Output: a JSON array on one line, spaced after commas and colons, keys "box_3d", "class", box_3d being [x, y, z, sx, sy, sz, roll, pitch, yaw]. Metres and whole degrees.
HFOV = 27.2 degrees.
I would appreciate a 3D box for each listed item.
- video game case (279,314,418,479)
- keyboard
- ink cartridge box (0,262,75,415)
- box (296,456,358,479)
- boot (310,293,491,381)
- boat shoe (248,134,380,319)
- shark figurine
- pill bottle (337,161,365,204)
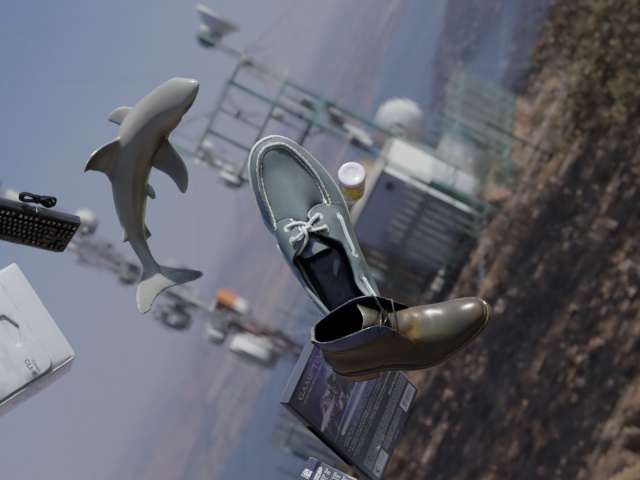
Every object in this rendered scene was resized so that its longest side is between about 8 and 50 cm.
[{"box_3d": [0.053, 0.259, 2.210, 0.026, 0.274, 0.196, -3, 52, 43], "class": "video game case"}, {"box_3d": [-0.486, -0.034, 2.192, 0.108, 0.180, 0.023, -57, 42, 22], "class": "keyboard"}, {"box_3d": [-0.366, 0.122, 1.503, 0.127, 0.128, 0.176, -33, -3, -17], "class": "ink cartridge box"}, {"box_3d": [0.090, 0.437, 2.096, 0.060, 0.216, 0.270, -58, 11, -10], "class": "box"}, {"box_3d": [0.095, 0.110, 1.616, 0.219, 0.106, 0.082, -23, 57, 18], "class": "boot"}, {"box_3d": [0.000, 0.000, 1.786, 0.116, 0.319, 0.099, -25, 2, -6], "class": "boat shoe"}, {"box_3d": [-0.235, -0.064, 1.597, 0.116, 0.166, 0.278, -11, -71, -53], "class": "shark figurine"}, {"box_3d": [0.049, -0.087, 2.076, 0.083, 0.043, 0.043, 90, -157, -68], "class": "pill bottle"}]
